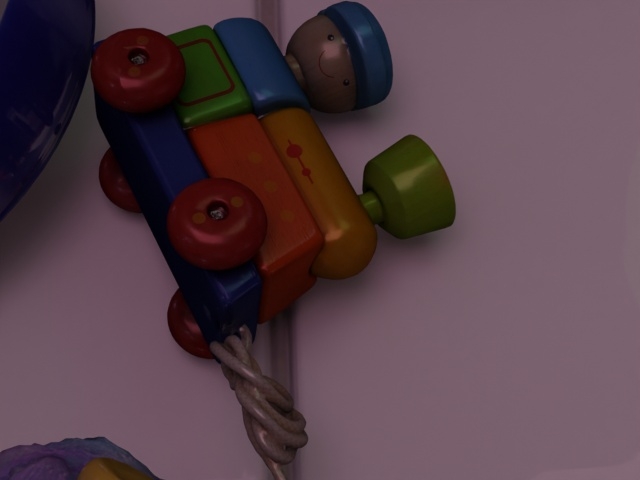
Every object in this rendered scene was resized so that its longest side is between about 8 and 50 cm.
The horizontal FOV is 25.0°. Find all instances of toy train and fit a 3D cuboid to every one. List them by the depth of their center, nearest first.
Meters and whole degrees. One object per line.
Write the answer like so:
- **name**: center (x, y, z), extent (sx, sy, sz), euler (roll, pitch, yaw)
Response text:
- **toy train**: center (0.000, 0.000, 0.651), extent (0.143, 0.105, 0.248), euler (-21, 64, -17)

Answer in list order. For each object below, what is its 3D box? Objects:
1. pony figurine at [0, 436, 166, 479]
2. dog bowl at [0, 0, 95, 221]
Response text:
- **pony figurine**: center (-0.105, 0.249, 0.453), extent (0.351, 0.303, 0.363), euler (32, 90, -8)
- **dog bowl**: center (-0.245, -0.099, 0.689), extent (0.265, 0.104, 0.264), euler (-10, 61, 18)
